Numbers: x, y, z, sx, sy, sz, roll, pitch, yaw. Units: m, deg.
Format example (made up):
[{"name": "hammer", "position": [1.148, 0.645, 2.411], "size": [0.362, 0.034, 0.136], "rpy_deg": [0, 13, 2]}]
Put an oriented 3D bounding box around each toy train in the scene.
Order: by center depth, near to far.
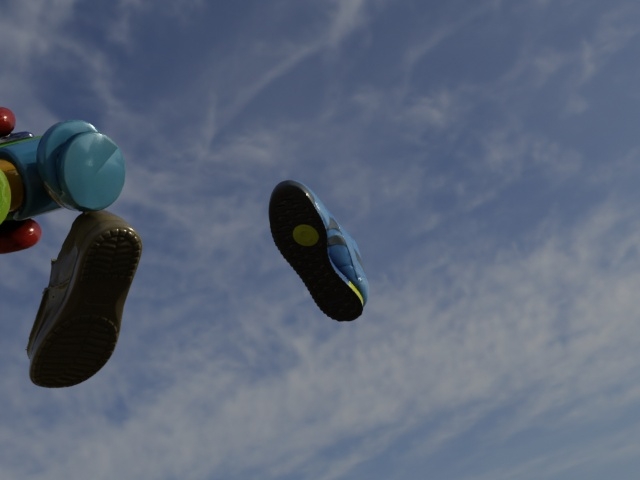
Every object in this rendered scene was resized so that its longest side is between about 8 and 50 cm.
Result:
[{"name": "toy train", "position": [-0.255, -0.023, 0.691], "size": [0.143, 0.105, 0.248], "rpy_deg": [-2, 13, 43]}]

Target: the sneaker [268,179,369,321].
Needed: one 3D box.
[{"name": "sneaker", "position": [0.000, 0.000, 1.304], "size": [0.069, 0.082, 0.209], "rpy_deg": [-13, -54, 24]}]

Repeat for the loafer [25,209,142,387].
[{"name": "loafer", "position": [-0.163, 0.040, 0.753], "size": [0.056, 0.050, 0.148], "rpy_deg": [14, -61, -33]}]
